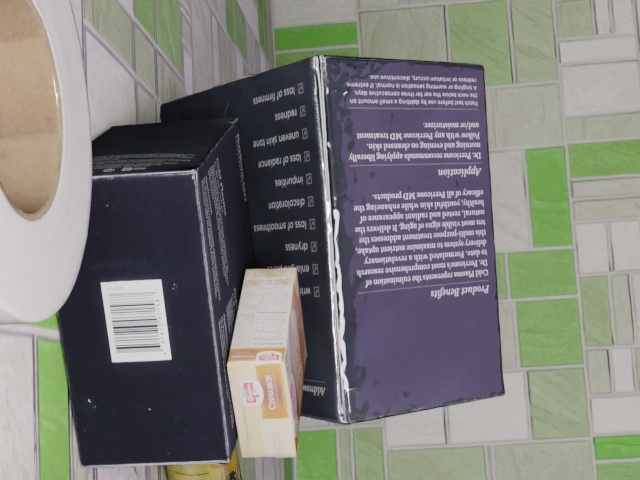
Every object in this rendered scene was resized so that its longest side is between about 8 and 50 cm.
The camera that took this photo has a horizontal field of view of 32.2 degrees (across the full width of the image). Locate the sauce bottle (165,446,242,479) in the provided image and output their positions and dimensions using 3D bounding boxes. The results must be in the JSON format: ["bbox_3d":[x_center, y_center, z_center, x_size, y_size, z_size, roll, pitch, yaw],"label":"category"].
[{"bbox_3d":[-0.170,0.381,1.671,0.111,0.111,0.344,-84,170,-61],"label":"sauce bottle"}]

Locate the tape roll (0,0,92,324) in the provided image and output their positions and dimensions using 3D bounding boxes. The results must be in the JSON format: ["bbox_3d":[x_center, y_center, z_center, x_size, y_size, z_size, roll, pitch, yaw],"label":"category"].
[{"bbox_3d":[-0.288,-0.120,0.964,0.392,0.072,0.392,-4,90,-84],"label":"tape roll"}]

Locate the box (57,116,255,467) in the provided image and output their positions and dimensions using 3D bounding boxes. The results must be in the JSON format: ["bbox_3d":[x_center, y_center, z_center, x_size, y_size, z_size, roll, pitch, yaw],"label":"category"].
[{"bbox_3d":[-0.187,0.050,1.342,0.312,0.179,0.343,-72,158,-73],"label":"box"}]

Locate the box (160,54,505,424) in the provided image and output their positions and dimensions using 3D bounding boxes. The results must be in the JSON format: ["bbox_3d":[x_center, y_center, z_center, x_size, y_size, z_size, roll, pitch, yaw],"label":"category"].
[{"bbox_3d":[0.000,0.000,1.650,0.480,0.297,0.471,-3,-90,57],"label":"box"}]

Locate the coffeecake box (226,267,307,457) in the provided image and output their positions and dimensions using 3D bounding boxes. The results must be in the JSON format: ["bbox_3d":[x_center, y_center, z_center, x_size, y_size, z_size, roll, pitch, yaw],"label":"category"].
[{"bbox_3d":[-0.060,0.143,1.321,0.185,0.068,0.142,-84,170,-56],"label":"coffeecake box"}]
